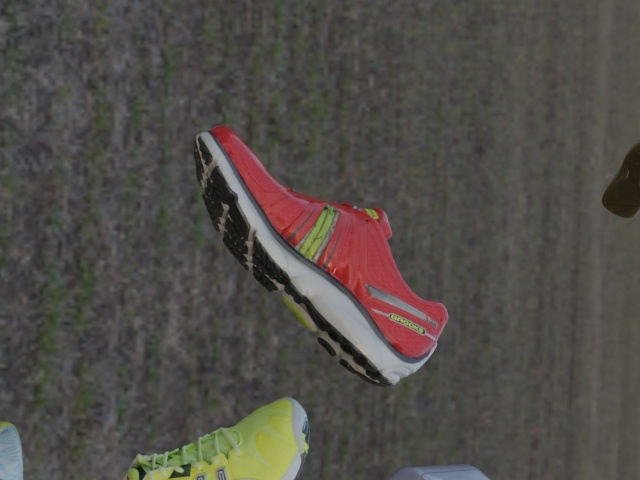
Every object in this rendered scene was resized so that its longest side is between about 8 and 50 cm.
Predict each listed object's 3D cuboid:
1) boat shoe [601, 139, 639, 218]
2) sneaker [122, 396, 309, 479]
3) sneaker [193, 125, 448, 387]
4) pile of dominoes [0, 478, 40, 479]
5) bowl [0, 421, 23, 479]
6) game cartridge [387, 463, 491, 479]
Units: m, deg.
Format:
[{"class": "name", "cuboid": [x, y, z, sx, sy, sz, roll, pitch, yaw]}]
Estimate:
[{"class": "boat shoe", "cuboid": [0.338, -0.078, 1.248, 0.048, 0.056, 0.153, -56, 173, -31]}, {"class": "sneaker", "cuboid": [-0.179, 0.345, 1.696, 0.385, 0.145, 0.147, -39, 120, -10]}, {"class": "sneaker", "cuboid": [0.000, 0.000, 1.076, 0.118, 0.279, 0.107, -42, 180, -18]}, {"class": "pile of dominoes", "cuboid": [-0.051, 0.149, 0.525, 0.040, 0.251, 0.196, -69, -157, 11]}, {"class": "bowl", "cuboid": [-0.338, 0.276, 0.944, 0.289, 0.156, 0.289, -173, -90, -87]}, {"class": "game cartridge", "cuboid": [0.045, 0.327, 1.089, 0.294, 0.060, 0.196, -58, 152, 5]}]
